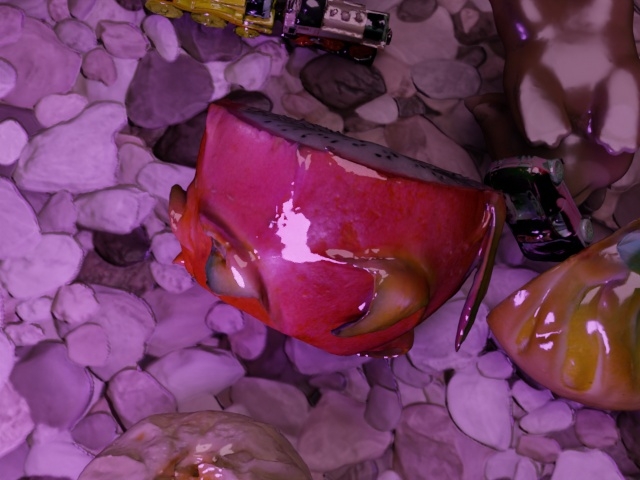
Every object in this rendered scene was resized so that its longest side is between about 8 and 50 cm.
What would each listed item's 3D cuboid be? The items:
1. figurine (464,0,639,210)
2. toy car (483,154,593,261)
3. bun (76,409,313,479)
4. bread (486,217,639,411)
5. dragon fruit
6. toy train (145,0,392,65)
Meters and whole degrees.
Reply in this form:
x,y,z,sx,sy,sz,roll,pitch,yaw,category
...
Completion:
x,y,z,sx,sy,sz,roll,pitch,yaw,category
0.226,-0.148,1.396,0.177,0.173,0.247,-18,79,-7,figurine
0.199,-0.023,1.320,0.069,0.142,0.055,-6,48,31,toy car
-0.104,0.229,1.185,0.222,0.127,0.222,3,67,-7,bun
0.299,0.071,1.322,0.261,0.158,0.156,-26,77,-18,bread
0.000,0.000,1.244,0.291,0.290,0.189,19,94,-2,dragon fruit
-0.049,-0.226,1.426,0.250,0.085,0.053,12,81,-6,toy train
